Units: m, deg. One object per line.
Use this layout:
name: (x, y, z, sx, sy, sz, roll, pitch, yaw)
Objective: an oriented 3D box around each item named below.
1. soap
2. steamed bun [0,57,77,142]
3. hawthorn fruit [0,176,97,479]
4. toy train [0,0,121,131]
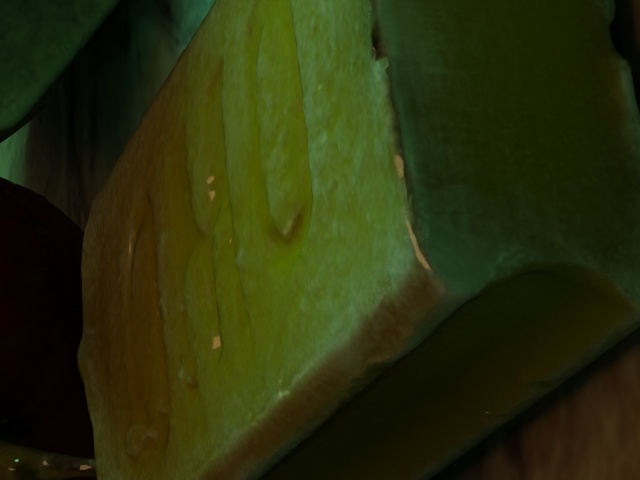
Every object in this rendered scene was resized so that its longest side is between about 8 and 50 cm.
soap: (0.000, 0.000, 0.586, 0.274, 0.089, 0.173, 132, 137, -55)
steamed bun: (-0.288, -0.182, 0.979, 0.374, 0.334, 0.334, 11, 97, 50)
hawthorn fruit: (-0.198, 0.078, 0.836, 0.262, 0.258, 0.258, -92, 12, -71)
toy train: (-0.167, -0.193, 0.732, 0.238, 0.299, 0.167, -48, 9, 8)
